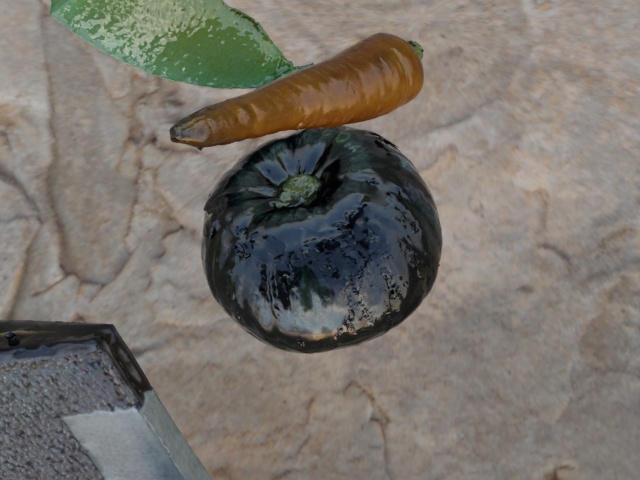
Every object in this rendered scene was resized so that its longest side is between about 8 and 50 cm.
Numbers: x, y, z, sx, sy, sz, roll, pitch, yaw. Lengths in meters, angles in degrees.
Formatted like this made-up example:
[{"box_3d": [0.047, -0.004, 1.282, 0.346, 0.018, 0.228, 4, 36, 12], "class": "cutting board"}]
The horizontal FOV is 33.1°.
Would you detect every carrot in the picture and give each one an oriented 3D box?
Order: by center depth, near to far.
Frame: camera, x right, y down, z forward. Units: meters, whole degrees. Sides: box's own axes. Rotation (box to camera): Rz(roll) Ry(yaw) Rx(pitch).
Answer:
[{"box_3d": [-0.009, -0.097, 0.767, 0.061, 0.257, 0.061, 23, 126, 36], "class": "carrot"}]

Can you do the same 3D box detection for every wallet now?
[{"box_3d": [-0.188, 0.135, 0.675, 0.262, 0.071, 0.221, -4, 127, 28], "class": "wallet"}]

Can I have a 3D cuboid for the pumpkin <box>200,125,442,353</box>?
[{"box_3d": [0.000, 0.000, 1.004, 0.233, 0.233, 0.163, -17, 135, 9], "class": "pumpkin"}]

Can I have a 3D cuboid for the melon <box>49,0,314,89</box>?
[{"box_3d": [-0.124, -0.208, 1.044, 0.262, 0.053, 0.114, 19, 116, -25], "class": "melon"}]
